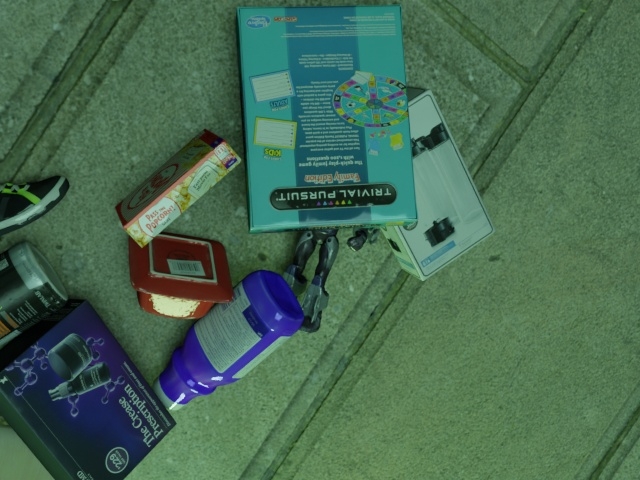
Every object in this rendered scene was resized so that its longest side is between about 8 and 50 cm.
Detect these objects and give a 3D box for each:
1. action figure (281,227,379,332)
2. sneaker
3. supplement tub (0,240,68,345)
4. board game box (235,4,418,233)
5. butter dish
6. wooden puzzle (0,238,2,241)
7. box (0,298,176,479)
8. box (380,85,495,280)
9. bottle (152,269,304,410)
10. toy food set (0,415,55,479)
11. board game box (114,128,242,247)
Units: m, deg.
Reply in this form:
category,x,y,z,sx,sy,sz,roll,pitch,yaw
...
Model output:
category,x,y,z,sx,sy,sz,roll,pitch,yaw
action figure,0.000,0.000,1.310,0.099,0.185,0.285,-3,112,-65
sneaker,-0.486,-0.054,1.160,0.235,0.084,0.097,-27,109,-11
supplement tub,-0.485,0.096,1.180,0.190,0.117,0.117,-33,112,-9
board game box,0.006,-0.185,1.225,0.254,0.079,0.336,-3,85,-8
butter dish,-0.232,0.071,1.263,0.160,0.160,0.118,10,123,-22
wooden puzzle,-0.527,0.035,1.174,0.116,0.078,0.014,-32,97,-1
box,-0.373,0.247,1.228,0.184,0.103,0.261,-45,116,-32
box,0.162,-0.097,1.372,0.169,0.087,0.290,-32,111,-9
bottle,-0.156,0.169,1.283,0.283,0.118,0.092,-42,152,20
toy food set,-0.522,0.418,1.219,0.220,0.092,0.306,18,79,-40
board game box,-0.220,-0.084,1.211,0.193,0.147,0.045,-42,113,-5
